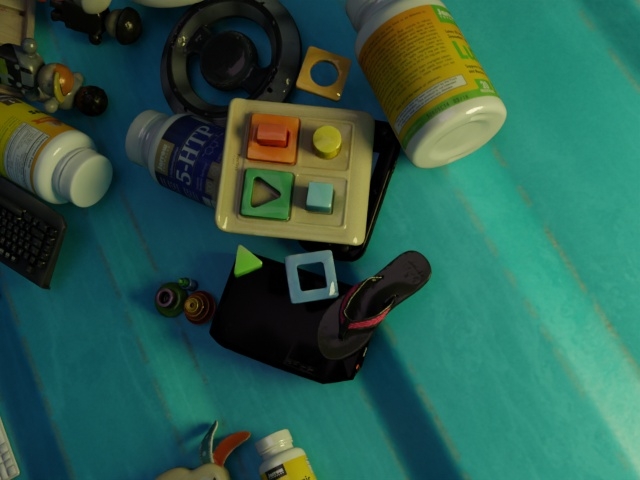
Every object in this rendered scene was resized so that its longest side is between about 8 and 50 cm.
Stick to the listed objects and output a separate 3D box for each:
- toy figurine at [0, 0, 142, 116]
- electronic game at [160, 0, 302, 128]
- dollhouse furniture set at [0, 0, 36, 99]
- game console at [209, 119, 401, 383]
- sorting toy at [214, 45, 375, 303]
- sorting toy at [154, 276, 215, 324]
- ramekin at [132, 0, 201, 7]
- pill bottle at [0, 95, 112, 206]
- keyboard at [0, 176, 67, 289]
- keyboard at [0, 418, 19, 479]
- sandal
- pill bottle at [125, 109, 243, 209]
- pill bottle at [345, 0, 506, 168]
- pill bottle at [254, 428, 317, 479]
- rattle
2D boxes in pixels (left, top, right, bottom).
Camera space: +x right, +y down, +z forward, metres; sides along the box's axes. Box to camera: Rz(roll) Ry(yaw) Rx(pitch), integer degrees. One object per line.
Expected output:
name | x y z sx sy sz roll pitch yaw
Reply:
toy figurine | -0.376 -0.294 1.121 0.148 0.213 0.210 18 86 4
electronic game | -0.136 -0.267 1.122 0.229 0.048 0.229 -3 80 18
dollhouse furniture set | -0.639 -0.346 1.208 0.174 0.303 0.356 -20 65 51
game console | 0.000 0.000 1.020 0.213 0.044 0.361 17 82 20
sorting toy | -0.030 -0.094 0.968 0.196 0.047 0.348 6 79 -4
sorting toy | -0.196 0.082 1.061 0.102 0.042 0.061 11 81 20
ramekin | -0.224 -0.493 1.129 0.272 0.127 0.273 -4 64 8
pill bottle | -0.422 -0.131 1.142 0.215 0.117 0.117 27 86 21
keyboard | -0.534 -0.012 1.166 0.317 0.033 0.202 28 107 20
keyboard | -0.525 0.252 1.138 0.072 0.014 0.256 -32 70 8
sandal | 0.061 0.077 0.941 0.179 0.040 0.067 -43 72 2
pill bottle | -0.178 -0.116 1.066 0.186 0.112 0.112 23 85 21
pill bottle | 0.127 -0.230 0.985 0.136 0.136 0.246 -28 71 9
pill bottle | -0.040 0.302 0.949 0.065 0.065 0.116 -29 70 9
rattle | -0.181 0.324 0.952 0.130 0.142 0.200 40 97 40
